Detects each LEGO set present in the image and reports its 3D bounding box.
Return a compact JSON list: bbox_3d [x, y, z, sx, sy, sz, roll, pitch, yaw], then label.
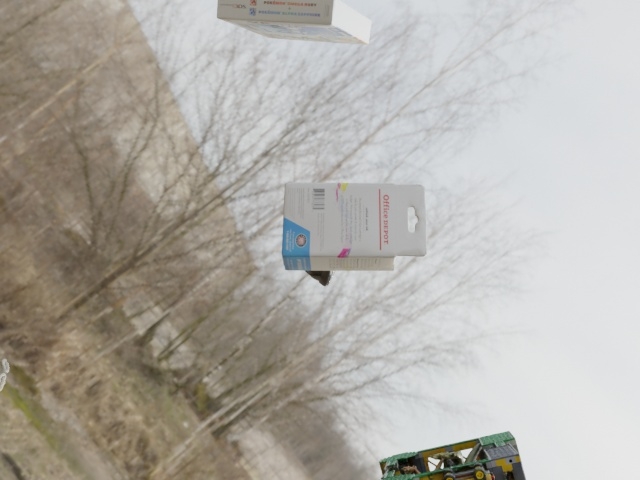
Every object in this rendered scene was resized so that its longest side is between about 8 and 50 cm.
[{"bbox_3d":[0.193,0.384,1.027,0.331,0.255,0.192,85,-8,-80],"label":"LEGO set"}]

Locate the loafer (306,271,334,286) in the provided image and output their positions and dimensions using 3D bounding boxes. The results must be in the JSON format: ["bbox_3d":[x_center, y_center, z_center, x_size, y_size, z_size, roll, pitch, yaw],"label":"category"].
[{"bbox_3d":[0.000,0.000,1.291,0.078,0.080,0.220,23,-38,7],"label":"loafer"}]

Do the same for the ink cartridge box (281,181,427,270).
[{"bbox_3d":[0.043,-0.017,0.993,0.061,0.181,0.104,85,6,-69],"label":"ink cartridge box"}]

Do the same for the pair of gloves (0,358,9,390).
[{"bbox_3d":[-0.416,0.224,0.753,0.042,0.204,0.240,58,10,-31],"label":"pair of gloves"}]

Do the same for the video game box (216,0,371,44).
[{"bbox_3d":[-0.036,-0.349,1.207,0.187,0.048,0.205,11,9,18],"label":"video game box"}]
